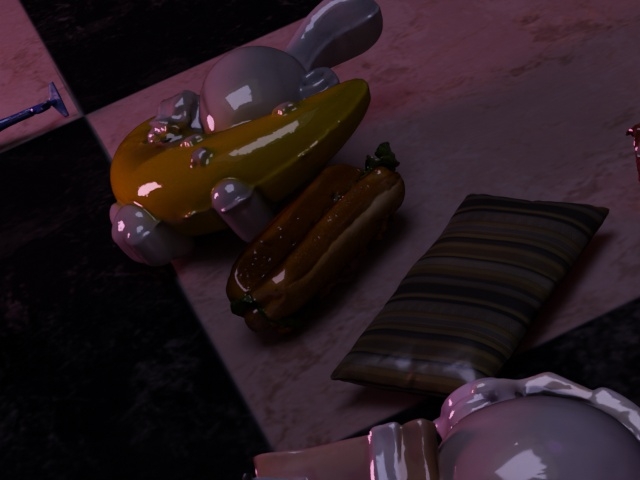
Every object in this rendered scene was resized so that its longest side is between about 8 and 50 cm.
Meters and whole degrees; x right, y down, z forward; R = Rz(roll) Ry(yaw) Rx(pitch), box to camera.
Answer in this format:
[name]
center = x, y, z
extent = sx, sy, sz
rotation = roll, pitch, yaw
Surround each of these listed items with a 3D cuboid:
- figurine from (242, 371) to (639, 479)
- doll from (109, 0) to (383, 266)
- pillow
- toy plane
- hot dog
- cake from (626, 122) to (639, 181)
[figurine]
center = 0.079, 0.149, 0.890
extent = 0.236, 0.141, 0.162
rotation = -13, 57, 10
[doll]
center = -0.059, -0.081, 1.391
extent = 0.237, 0.111, 0.252
rotation = -29, 25, 20
[pillow]
center = 0.100, 0.035, 1.151
extent = 0.113, 0.038, 0.203
rotation = 5, 38, 35
[toy plane]
center = -0.319, -0.100, 1.662
extent = 0.167, 0.054, 0.062
rotation = -24, 3, -5
[hot dog]
center = 0.000, 0.000, 1.260
extent = 0.072, 0.055, 0.188
rotation = 8, 39, 38
[cake]
center = 0.256, -0.024, 1.148
extent = 0.086, 0.117, 0.220
rotation = -9, -3, 15
